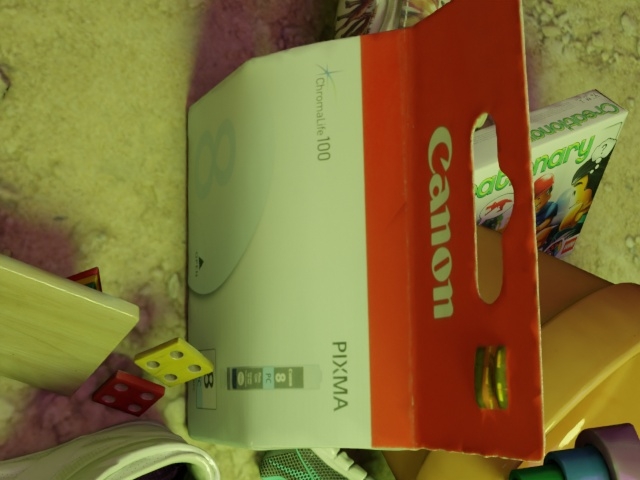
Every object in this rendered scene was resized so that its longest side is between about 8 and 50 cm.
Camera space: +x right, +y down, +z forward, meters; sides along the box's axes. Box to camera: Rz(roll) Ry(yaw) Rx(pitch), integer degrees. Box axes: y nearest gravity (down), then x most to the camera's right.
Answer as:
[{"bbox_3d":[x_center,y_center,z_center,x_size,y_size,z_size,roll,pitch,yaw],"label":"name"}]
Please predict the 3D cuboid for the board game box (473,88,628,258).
[{"bbox_3d":[0.154,-0.021,0.835,0.305,0.193,0.053,-22,49,-27],"label":"board game box"}]

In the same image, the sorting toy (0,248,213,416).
[{"bbox_3d":[-0.219,0.058,0.669,0.274,0.132,0.046,25,42,-25],"label":"sorting toy"}]

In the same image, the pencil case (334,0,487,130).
[{"bbox_3d":[0.091,-0.281,0.828,0.183,0.159,0.411,36,56,-54],"label":"pencil case"}]

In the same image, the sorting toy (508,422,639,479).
[{"bbox_3d":[0.151,0.280,0.660,0.126,0.366,0.127,-5,39,-9],"label":"sorting toy"}]

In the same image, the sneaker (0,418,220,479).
[{"bbox_3d":[-0.216,0.212,0.616,0.292,0.169,0.108,-23,94,-26],"label":"sneaker"}]

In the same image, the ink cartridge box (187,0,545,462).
[{"bbox_3d":[0.000,0.000,0.634,0.091,0.385,0.309,4,79,-26],"label":"ink cartridge box"}]

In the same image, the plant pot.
[{"bbox_3d":[0.154,0.124,0.751,0.290,0.291,0.203,-27,52,-27],"label":"plant pot"}]

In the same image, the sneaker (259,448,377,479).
[{"bbox_3d":[0.013,0.234,0.770,0.166,0.065,0.076,38,76,18],"label":"sneaker"}]
